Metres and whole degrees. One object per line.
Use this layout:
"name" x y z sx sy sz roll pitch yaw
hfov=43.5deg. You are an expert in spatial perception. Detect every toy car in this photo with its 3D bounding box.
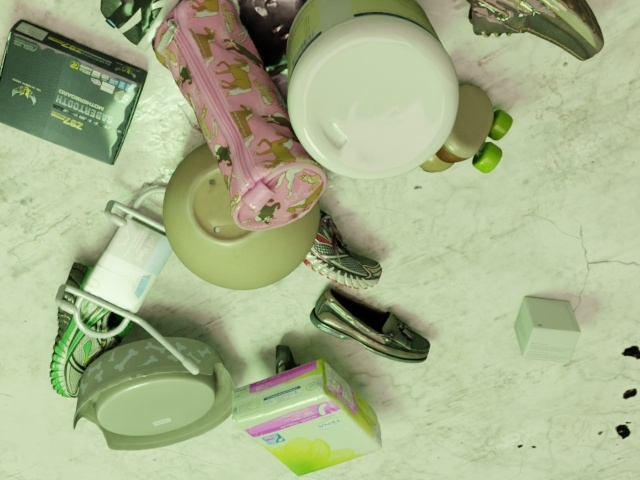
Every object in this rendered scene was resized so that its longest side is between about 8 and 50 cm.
"toy car" 0.212 -0.179 1.413 0.155 0.148 0.188 32 150 -14

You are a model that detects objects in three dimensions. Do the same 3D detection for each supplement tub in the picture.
"supplement tub" 0.067 -0.259 1.206 0.236 0.324 0.235 -1 121 -2

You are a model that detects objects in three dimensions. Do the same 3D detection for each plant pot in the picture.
"plant pot" -0.144 -0.053 1.375 0.284 0.191 0.283 0 88 1

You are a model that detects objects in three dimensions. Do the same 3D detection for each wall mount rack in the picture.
"wall mount rack" -0.321 0.087 1.546 0.304 0.130 0.350 28 103 -19

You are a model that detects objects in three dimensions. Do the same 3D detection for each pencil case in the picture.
"pencil case" -0.128 -0.198 1.237 0.167 0.386 0.160 -15 153 -27

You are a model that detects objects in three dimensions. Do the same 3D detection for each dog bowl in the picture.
"dog bowl" -0.355 0.329 1.723 0.349 0.102 0.348 -11 144 -8

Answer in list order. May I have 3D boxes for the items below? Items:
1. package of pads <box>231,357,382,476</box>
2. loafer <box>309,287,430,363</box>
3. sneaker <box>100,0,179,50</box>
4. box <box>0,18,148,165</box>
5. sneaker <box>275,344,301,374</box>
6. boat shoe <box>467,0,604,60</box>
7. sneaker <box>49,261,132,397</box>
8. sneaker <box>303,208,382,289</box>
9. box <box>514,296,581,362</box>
"package of pads" -0.019 0.385 1.730 0.229 0.101 0.296 -22 135 16
"loafer" 0.114 0.178 1.668 0.268 0.096 0.084 20 118 -8
"sneaker" -0.278 -0.413 1.276 0.121 0.079 0.217 31 122 -19
"box" -0.443 -0.255 1.409 0.233 0.059 0.183 22 124 -13
"sneaker" -0.028 0.305 1.778 0.132 0.086 0.228 -5 135 1
"boat shoe" 0.282 -0.390 1.250 0.355 0.132 0.130 35 130 -10
"sneaker" -0.483 0.211 1.696 0.146 0.134 0.343 15 124 -8
"sneaker" 0.000 0.000 1.536 0.299 0.121 0.112 29 97 -23
"box" 0.463 0.182 1.644 0.102 0.101 0.087 6 125 -3
